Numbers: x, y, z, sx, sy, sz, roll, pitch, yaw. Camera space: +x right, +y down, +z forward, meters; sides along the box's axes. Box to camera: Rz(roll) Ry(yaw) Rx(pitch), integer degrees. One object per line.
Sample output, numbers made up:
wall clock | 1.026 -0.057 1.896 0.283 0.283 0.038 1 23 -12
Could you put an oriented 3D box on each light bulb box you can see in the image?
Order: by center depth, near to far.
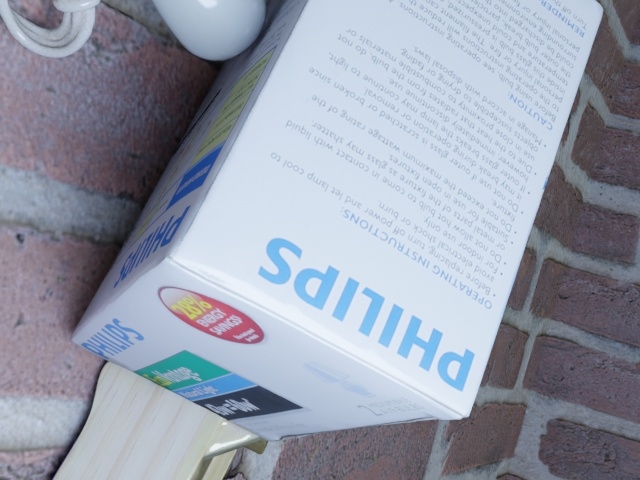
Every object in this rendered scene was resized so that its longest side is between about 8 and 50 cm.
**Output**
light bulb box | -0.001 -0.045 0.752 0.358 0.225 0.361 -30 -147 62

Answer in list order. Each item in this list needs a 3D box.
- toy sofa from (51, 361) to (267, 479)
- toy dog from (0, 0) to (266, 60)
toy sofa | -0.202 0.305 0.882 0.150 0.177 0.363 102 14 -68
toy dog | -0.142 -0.295 0.605 0.334 0.220 0.161 79 21 -46
